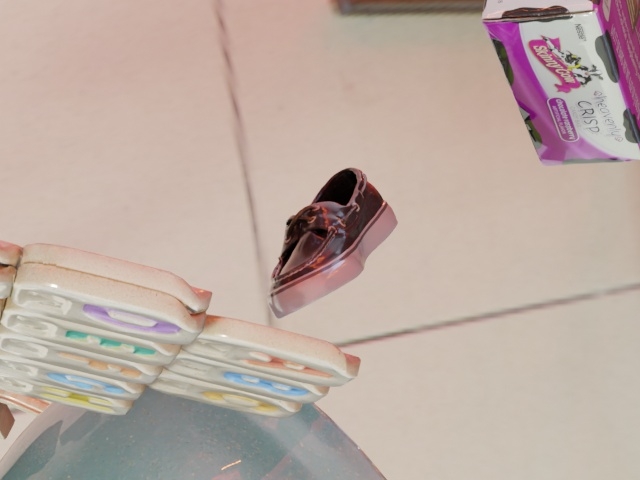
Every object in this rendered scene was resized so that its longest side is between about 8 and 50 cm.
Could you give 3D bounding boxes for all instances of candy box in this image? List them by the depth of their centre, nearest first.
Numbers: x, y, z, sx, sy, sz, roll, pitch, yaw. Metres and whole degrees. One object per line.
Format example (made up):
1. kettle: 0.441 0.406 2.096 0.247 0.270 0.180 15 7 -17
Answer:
1. candy box: 0.159 -0.184 1.212 0.159 0.071 0.233 58 34 -55

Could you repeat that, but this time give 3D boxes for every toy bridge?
1. toy bridge: -0.293 0.150 1.785 0.063 0.188 0.026 73 31 -46

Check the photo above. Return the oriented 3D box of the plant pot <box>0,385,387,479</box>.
1. plant pot: -0.094 0.224 1.078 0.196 0.293 0.293 -37 104 -36

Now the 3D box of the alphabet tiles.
1. alphabet tiles: -0.133 0.035 0.822 0.278 0.284 0.021 14 76 -9

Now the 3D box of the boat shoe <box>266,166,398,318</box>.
1. boat shoe: 0.000 0.000 1.008 0.040 0.049 0.142 60 23 -7
